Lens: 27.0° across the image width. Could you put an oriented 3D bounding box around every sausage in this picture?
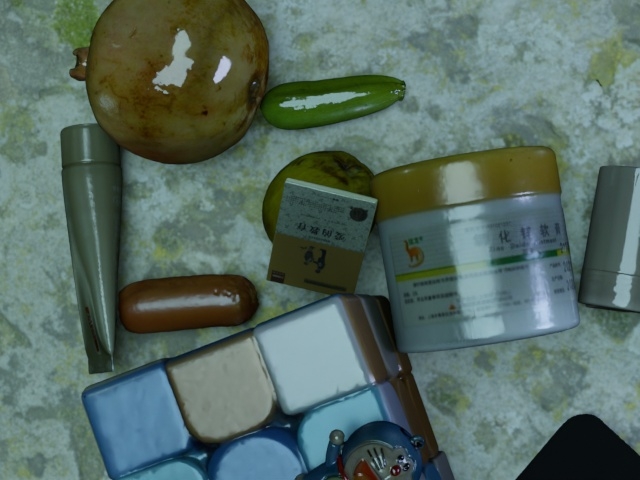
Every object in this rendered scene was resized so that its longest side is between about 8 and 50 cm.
[{"bbox_3d":[-0.182,0.085,1.824,0.197,0.076,0.076,-5,86,9],"label":"sausage"}]

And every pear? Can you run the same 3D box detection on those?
[{"bbox_3d":[0.000,-0.042,1.757,0.149,0.149,0.162,44,111,10],"label":"pear"}]

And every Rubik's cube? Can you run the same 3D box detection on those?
[{"bbox_3d":[-0.041,0.277,1.651,0.346,0.347,0.344,-22,83,9],"label":"Rubik's cube"}]

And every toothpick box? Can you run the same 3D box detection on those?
[{"bbox_3d":[0.395,0.002,1.697,0.111,0.111,0.181,9,88,11],"label":"toothpick box"}]

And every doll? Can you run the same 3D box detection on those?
[{"bbox_3d":[0.047,0.246,1.419,0.152,0.085,0.114,-30,105,17],"label":"doll"}]

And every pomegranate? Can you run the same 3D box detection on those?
[{"bbox_3d":[-0.207,-0.229,1.766,0.270,0.229,0.252,10,95,18],"label":"pomegranate"}]

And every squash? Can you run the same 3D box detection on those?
[{"bbox_3d":[0.017,-0.191,1.806,0.201,0.066,0.066,-9,86,4],"label":"squash"}]

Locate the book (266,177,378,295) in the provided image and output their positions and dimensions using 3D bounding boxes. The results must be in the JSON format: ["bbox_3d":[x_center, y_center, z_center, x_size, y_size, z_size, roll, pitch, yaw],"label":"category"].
[{"bbox_3d":[0.000,0.000,1.685,0.118,0.012,0.172,13,132,1],"label":"book"}]

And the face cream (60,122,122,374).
[{"bbox_3d":[-0.311,0.012,1.839,0.084,0.137,0.341,-1,83,-24],"label":"face cream"}]

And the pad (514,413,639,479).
[{"bbox_3d":[0.387,0.377,1.633,0.315,0.063,0.375,-51,39,7],"label":"pad"}]

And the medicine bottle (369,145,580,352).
[{"bbox_3d":[0.195,0.013,1.671,0.237,0.238,0.232,-10,86,10],"label":"medicine bottle"}]
